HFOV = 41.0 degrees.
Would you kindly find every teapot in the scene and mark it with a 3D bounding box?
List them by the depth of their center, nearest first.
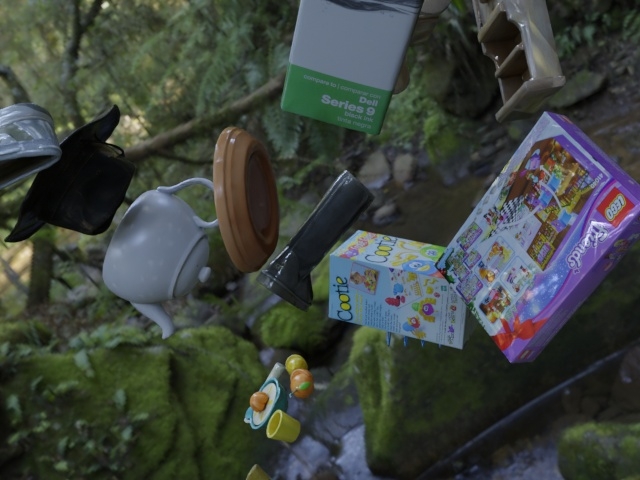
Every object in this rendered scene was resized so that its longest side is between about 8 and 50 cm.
[{"bbox_3d":[-0.309,0.026,1.746,0.256,0.187,0.252,107,-171,-56],"label":"teapot"}]

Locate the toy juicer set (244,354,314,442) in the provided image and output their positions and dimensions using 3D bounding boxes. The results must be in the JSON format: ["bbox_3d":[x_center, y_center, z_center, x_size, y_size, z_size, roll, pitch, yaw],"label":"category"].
[{"bbox_3d":[-0.119,0.375,2.135,0.329,0.089,0.209,-4,61,67],"label":"toy juicer set"}]

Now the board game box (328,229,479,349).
[{"bbox_3d":[0.170,0.090,1.663,0.275,0.144,0.142,12,26,23],"label":"board game box"}]

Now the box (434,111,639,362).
[{"bbox_3d":[0.303,-0.001,1.188,0.293,0.057,0.201,-58,48,30],"label":"box"}]

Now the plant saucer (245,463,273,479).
[{"bbox_3d":[-0.101,0.516,1.245,0.081,0.333,0.333,17,71,10],"label":"plant saucer"}]

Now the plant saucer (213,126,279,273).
[{"bbox_3d":[-0.094,-0.056,1.154,0.037,0.200,0.200,-6,32,12],"label":"plant saucer"}]

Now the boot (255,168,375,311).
[{"bbox_3d":[0.002,0.001,1.288,0.208,0.076,0.189,-56,-13,-4],"label":"boot"}]

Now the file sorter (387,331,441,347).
[{"bbox_3d":[0.231,0.172,1.913,0.170,0.104,0.118,2,48,0],"label":"file sorter"}]

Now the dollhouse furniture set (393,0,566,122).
[{"bbox_3d":[0.173,-0.326,1.448,0.394,0.256,0.362,-9,-9,-7],"label":"dollhouse furniture set"}]

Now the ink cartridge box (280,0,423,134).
[{"bbox_3d":[0.057,-0.291,0.894,0.289,0.121,0.211,106,-179,-49],"label":"ink cartridge box"}]

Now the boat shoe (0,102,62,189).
[{"bbox_3d":[-0.564,-0.102,1.367,0.320,0.118,0.103,-27,64,1],"label":"boat shoe"}]

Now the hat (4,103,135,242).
[{"bbox_3d":[-0.430,-0.087,1.582,0.331,0.134,0.331,-52,6,8],"label":"hat"}]
